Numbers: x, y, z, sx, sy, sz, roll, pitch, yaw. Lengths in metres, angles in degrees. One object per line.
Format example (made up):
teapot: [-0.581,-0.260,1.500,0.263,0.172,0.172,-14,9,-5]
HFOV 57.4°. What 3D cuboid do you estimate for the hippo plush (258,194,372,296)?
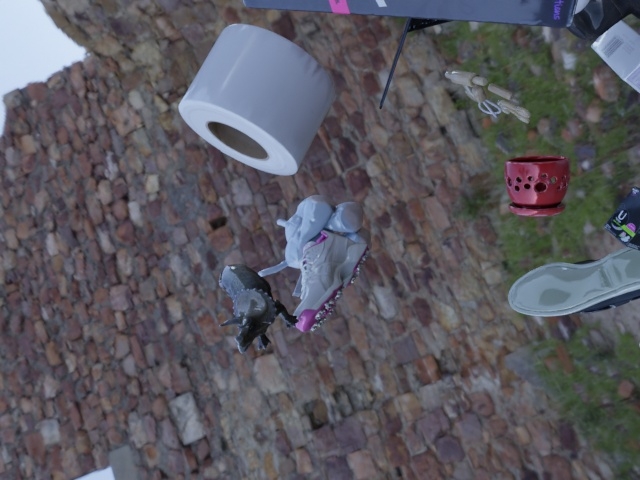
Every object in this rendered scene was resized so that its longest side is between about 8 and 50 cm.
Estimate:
hippo plush: [0.000,0.000,1.621,0.234,0.294,0.236,32,-172,-14]

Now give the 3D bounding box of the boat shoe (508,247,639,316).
boat shoe: [0.588,0.101,1.275,0.113,0.340,0.127,29,-135,-41]

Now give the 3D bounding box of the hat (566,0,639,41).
hat: [0.574,-0.529,1.273,0.331,0.134,0.331,36,-158,-17]

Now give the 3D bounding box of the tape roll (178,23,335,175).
tape roll: [-0.116,-0.254,1.091,0.246,0.169,0.246,24,167,6]

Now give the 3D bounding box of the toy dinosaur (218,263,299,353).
toy dinosaur: [-0.137,0.108,1.159,0.160,0.121,0.313,66,175,-37]

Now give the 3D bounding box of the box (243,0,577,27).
box: [0.070,-0.278,0.444,0.143,0.270,0.165,74,-150,-58]

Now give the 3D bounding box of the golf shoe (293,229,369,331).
golf shoe: [-0.004,0.084,1.308,0.140,0.115,0.306,32,-141,7]

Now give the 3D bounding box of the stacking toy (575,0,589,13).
stacking toy: [0.313,-0.567,0.974,0.480,0.350,0.350,38,-163,-22]

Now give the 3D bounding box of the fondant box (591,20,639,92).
fondant box: [0.857,-0.390,1.457,0.330,0.096,0.238,29,-147,-17]

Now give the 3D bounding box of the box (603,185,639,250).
box: [0.520,-0.034,0.951,0.052,0.083,0.062,15,-151,-23]

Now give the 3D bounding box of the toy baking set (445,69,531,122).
toy baking set: [0.373,-0.327,1.338,0.197,0.030,0.256,30,-171,-30]

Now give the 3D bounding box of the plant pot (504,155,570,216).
plant pot: [0.665,-0.168,1.802,0.191,0.191,0.174,-88,-5,-78]

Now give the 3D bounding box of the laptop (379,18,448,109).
laptop: [0.202,-0.340,0.848,0.234,0.264,0.136,106,145,-70]
